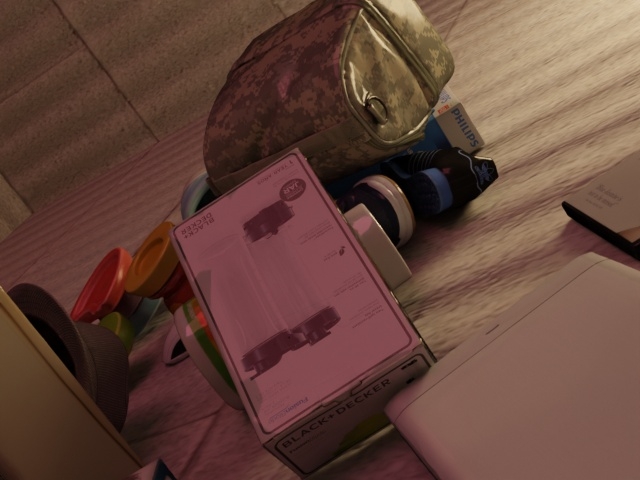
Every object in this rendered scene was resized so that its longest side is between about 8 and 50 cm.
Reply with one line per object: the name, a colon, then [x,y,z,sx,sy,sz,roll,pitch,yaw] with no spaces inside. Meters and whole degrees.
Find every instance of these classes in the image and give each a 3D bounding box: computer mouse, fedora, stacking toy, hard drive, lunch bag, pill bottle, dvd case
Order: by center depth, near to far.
hard drive: [0.194,0.123,0.724,0.233,0.047,0.353,-36,17,-4]
dvd case: [0.372,-0.080,0.987,0.253,0.022,0.180,-34,16,2]
pill bottle: [-0.027,0.067,1.139,0.246,0.136,0.136,-34,17,0]
fedora: [-0.318,0.189,1.250,0.124,0.244,0.275,3,-64,-51]
lunch bag: [-0.002,-0.181,1.383,0.305,0.212,0.256,-20,28,40]
computer mouse: [-0.151,0.104,1.436,0.193,0.042,0.106,-35,18,-2]
stacking toy: [-0.283,0.136,1.569,0.309,0.130,0.279,-16,46,56]

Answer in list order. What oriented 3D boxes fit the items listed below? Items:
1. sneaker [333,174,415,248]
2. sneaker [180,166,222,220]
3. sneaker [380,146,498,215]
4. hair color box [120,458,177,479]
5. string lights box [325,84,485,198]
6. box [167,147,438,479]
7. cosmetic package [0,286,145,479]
sneaker: [0.000,0.000,1.303,0.153,0.099,0.282,-28,6,-24]
sneaker: [-0.104,-0.128,1.869,0.366,0.135,0.150,-39,23,15]
sneaker: [0.150,-0.079,1.329,0.090,0.081,0.232,-21,13,-12]
hair color box: [-0.188,0.331,0.775,0.174,0.105,0.347,-31,16,10]
string lights box: [0.103,-0.118,1.504,0.260,0.076,0.133,-32,18,9]
box: [-0.020,0.062,0.988,0.169,0.087,0.290,-34,48,2]
cosmetic package: [-0.299,0.195,1.005,0.160,0.309,0.113,-15,26,46]
